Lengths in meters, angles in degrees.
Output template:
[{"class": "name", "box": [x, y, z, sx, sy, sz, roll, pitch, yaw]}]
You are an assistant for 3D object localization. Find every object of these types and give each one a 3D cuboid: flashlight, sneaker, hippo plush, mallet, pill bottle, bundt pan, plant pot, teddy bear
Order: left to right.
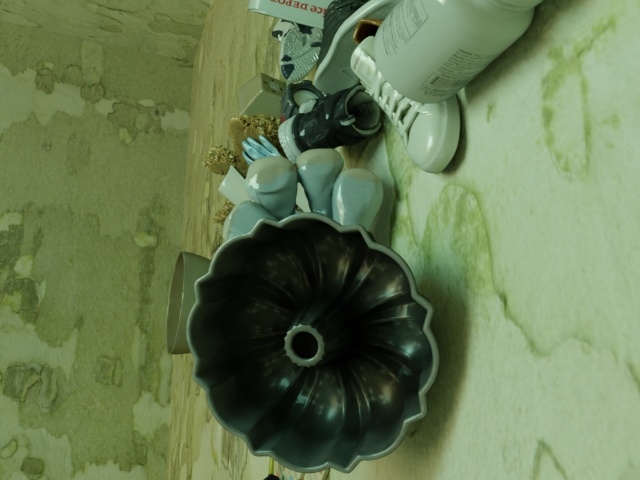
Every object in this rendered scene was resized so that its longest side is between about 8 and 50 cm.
[{"class": "plant pot", "box": [-0.313, 0.182, 1.832, 0.284, 0.191, 0.283, -172, 90, -71]}, {"class": "teddy bear", "box": [-0.131, -0.118, 1.388, 0.113, 0.245, 0.337, -43, -42, -48]}, {"class": "plant pot", "box": [-0.146, -0.371, 1.717, 0.096, 0.109, 0.108, -48, 37, 39]}, {"class": "mallet", "box": [-0.098, 0.423, 1.318, 0.062, 0.039, 0.189, 113, 163, -45]}, {"class": "flashlight", "box": [-0.072, -0.216, 1.450, 0.103, 0.103, 0.304, -63, 5, -36]}, {"class": "sneaker", "box": [-0.059, -0.453, 1.508, 0.153, 0.094, 0.234, 156, 120, -69]}, {"class": "hippo plush", "box": [0.000, 0.000, 1.072, 0.234, 0.294, 0.236, -47, -9, -10]}, {"class": "bundt pan", "box": [0.000, 0.123, 0.859, 0.124, 0.331, 0.330, -16, -61, -70]}, {"class": "sneaker", "box": [0.037, -0.209, 1.137, 0.101, 0.153, 0.268, 64, -155, -15]}, {"class": "sneaker", "box": [0.068, -0.372, 1.099, 0.296, 0.105, 0.146, 149, 129, -64]}, {"class": "sneaker", "box": [0.102, -0.206, 0.914, 0.105, 0.123, 0.290, 119, 150, -42]}, {"class": "pill bottle", "box": [0.164, -0.261, 0.741, 0.229, 0.131, 0.131, 143, 132, -64]}]

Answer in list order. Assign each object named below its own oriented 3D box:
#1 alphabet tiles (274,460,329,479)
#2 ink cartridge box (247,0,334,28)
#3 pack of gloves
[{"class": "alphabet tiles", "box": [-0.046, 0.392, 1.252, 0.278, 0.021, 0.283, -121, 43, -60]}, {"class": "ink cartridge box", "box": [-0.014, -0.553, 1.256, 0.115, 0.199, 0.272, -131, 52, -65]}, {"class": "pack of gloves", "box": [-0.096, -0.079, 1.281, 0.046, 0.232, 0.195, -42, -10, -46]}]
